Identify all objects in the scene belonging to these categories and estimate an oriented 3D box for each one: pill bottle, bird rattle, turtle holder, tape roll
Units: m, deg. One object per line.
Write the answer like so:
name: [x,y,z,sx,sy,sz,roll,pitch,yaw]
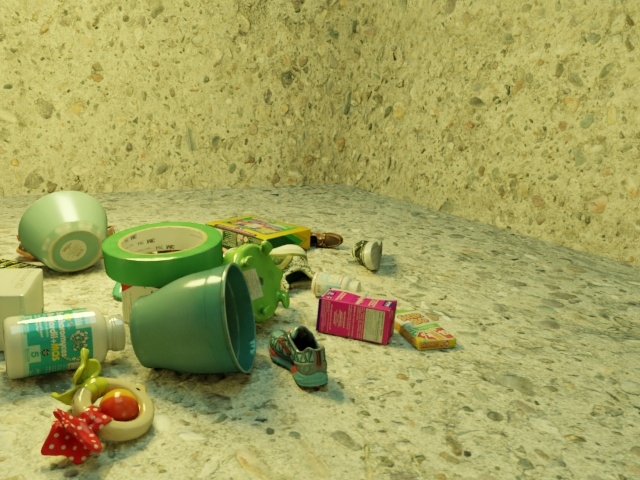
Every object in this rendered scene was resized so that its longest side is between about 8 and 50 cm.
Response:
pill bottle: [0.056,0.162,2.013,0.160,0.087,0.087,9,15,18]
bird rattle: [-0.433,0.333,1.158,0.206,0.143,0.253,15,11,-29]
turtle holder: [-0.240,0.123,1.770,0.227,0.243,0.320,-17,29,22]
pill bottle: [-0.617,0.241,1.401,0.264,0.146,0.146,-5,17,-31]
tape roll: [-0.433,0.031,1.608,0.321,0.077,0.321,1,19,0]

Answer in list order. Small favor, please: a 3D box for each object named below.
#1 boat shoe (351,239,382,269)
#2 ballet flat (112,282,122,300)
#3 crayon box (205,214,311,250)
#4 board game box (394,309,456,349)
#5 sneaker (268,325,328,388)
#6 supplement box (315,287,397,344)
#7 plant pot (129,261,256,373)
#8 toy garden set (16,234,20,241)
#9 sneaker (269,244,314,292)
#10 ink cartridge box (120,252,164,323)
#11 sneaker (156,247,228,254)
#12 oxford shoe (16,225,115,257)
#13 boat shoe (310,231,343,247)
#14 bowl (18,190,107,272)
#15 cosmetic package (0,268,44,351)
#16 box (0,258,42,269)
boat shoe: [0.191,0.060,2.441,0.119,0.121,0.335,-1,2,12]
ballet flat: [-0.639,0.125,1.969,0.083,0.087,0.247,6,15,6]
crayon box: [-0.280,-0.019,2.593,0.362,0.106,0.313,15,17,34]
board game box: [0.297,0.267,1.783,0.124,0.039,0.259,0,12,-19]
sneaker: [-0.051,0.269,1.487,0.104,0.125,0.261,-4,16,-30]
supplement box: [0.109,0.225,1.736,0.219,0.114,0.111,10,15,16]
plant pot: [-0.317,0.207,1.432,0.255,0.272,0.272,-9,13,6]
toy garden set: [-1.055,-0.052,2.215,0.203,0.049,0.244,-23,9,-24]
sneaker: [-0.185,0.123,2.034,0.410,0.158,0.182,-11,38,-33]
ink cartridge box: [-0.439,0.162,1.657,0.272,0.197,0.114,12,19,31]
sneaker: [-0.470,0.049,2.257,0.313,0.116,0.136,7,13,10]
oxford shoe: [-0.991,0.000,2.267,0.363,0.133,0.130,-3,17,-26]
boat shoe: [0.000,0.000,2.672,0.206,0.073,0.073,2,14,24]
bowl: [-0.900,-0.006,2.084,0.311,0.312,0.163,-7,37,-38]
cosmetic package: [-0.991,0.180,1.513,0.452,0.162,0.230,1,15,-15]
box: [-1.090,0.116,1.971,0.184,0.045,0.190,6,15,17]
